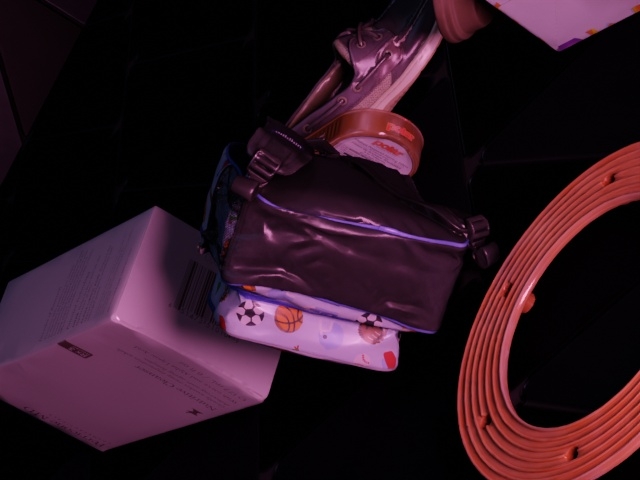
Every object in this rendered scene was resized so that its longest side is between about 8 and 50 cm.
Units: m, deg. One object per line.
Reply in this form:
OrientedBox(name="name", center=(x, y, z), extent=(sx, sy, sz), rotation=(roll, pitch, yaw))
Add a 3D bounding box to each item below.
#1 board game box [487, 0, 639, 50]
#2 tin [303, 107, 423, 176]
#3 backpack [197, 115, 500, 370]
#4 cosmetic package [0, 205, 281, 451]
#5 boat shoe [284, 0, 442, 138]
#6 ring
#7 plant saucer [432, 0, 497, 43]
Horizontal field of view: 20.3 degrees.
OrientedBox(name="board game box", center=(0.264, -0.356, 1.798), extent=(0.144, 0.142, 0.275), rotation=(-24, 42, 51))
OrientedBox(name="tin", center=(0.034, -0.085, 1.972), extent=(0.190, 0.106, 0.040), rotation=(-31, 44, 47))
OrientedBox(name="backpack", center=(0.000, 0.000, 1.787), extent=(0.263, 0.276, 0.213), rotation=(-113, 44, -65))
OrientedBox(name="cosmetic package", center=(-0.227, 0.115, 2.108), extent=(0.385, 0.217, 0.156), rotation=(-27, 39, 52))
OrientedBox(name="boat shoe", center=(0.054, -0.206, 2.085), extent=(0.285, 0.092, 0.103), rotation=(-55, 24, 7))
OrientedBox(name="ring", center=(0.236, 0.064, 1.503), extent=(0.336, 0.032, 0.336), rotation=(-43, 28, 30))
OrientedBox(name="plant saucer", center=(0.170, -0.347, 1.904), extent=(0.278, 0.041, 0.278), rotation=(8, -90, -74))
